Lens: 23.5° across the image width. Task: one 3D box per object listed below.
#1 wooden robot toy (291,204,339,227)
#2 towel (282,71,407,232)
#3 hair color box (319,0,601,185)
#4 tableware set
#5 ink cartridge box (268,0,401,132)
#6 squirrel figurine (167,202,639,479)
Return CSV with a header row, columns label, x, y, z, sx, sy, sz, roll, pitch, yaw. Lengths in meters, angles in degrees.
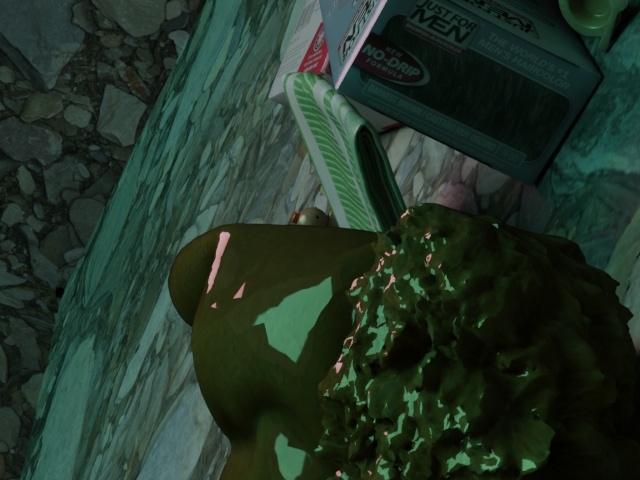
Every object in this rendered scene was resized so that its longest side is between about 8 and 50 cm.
label,x,y,z,sx,sy,sz,roll,pitch,yaw
wooden robot toy,0.000,0.000,1.634,0.076,0.079,0.173,-40,30,61
towel,0.041,-0.014,1.286,0.038,0.248,0.325,-22,18,-3
hair color box,0.104,-0.204,1.348,0.113,0.185,0.374,-60,16,22
tableware set,0.191,-0.232,1.183,0.020,0.168,0.141,-36,-26,-39
ink cartridge box,0.076,-0.282,1.683,0.306,0.131,0.226,-68,13,-8
squirrel figurine,0.042,0.186,0.837,0.397,0.281,0.370,149,135,-71
